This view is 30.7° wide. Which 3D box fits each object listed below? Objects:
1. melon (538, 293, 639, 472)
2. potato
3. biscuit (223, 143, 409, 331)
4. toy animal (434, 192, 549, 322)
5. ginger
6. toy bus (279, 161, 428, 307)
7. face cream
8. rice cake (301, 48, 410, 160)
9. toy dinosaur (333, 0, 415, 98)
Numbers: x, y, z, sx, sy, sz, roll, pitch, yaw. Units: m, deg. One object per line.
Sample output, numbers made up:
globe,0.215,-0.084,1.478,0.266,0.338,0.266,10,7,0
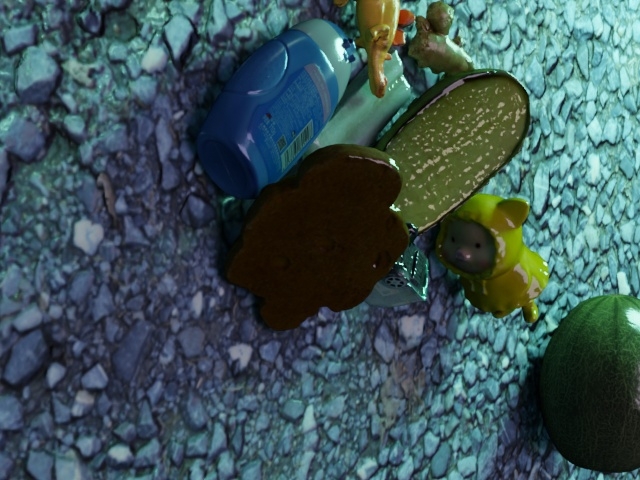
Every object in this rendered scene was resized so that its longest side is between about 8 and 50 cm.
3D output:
melon,0.493,0.241,1.990,0.237,0.237,0.301,6,90,-50
potato,0.163,-0.140,1.634,0.272,0.111,0.160,-42,118,-8
biscuit,0.000,0.000,1.419,0.208,0.041,0.290,14,126,-23
toy animal,0.266,0.026,1.764,0.156,0.156,0.230,-48,129,-35
ginger,0.187,-0.240,1.712,0.176,0.052,0.193,11,98,-45
toy bus,0.049,-0.007,1.529,0.261,0.109,0.091,47,39,-39
face cream,-0.044,-0.173,1.422,0.264,0.083,0.149,-52,137,-33
rice cake,0.048,-0.164,1.566,0.226,0.040,0.085,-50,128,-33
toy dinosaur,0.073,-0.333,1.553,0.117,0.070,0.288,-8,92,-49
